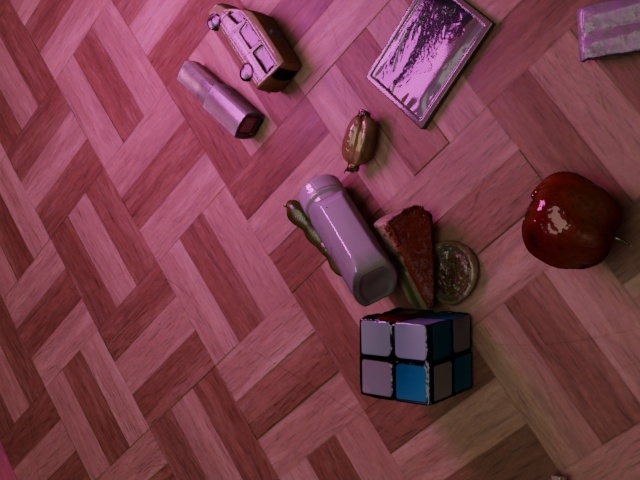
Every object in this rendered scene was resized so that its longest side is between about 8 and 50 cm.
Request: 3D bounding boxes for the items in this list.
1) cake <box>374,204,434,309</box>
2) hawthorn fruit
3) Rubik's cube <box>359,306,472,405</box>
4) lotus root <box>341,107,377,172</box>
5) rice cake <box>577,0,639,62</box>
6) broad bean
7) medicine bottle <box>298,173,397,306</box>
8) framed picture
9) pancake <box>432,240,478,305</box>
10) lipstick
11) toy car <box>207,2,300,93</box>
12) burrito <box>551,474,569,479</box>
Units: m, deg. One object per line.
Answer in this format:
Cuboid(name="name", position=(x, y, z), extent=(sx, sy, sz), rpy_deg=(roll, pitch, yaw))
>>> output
Cuboid(name="cake", position=(0.206, 0.024, 1.917), extent=(0.086, 0.116, 0.220), rpy_deg=(7, 129, 62))
Cuboid(name="hawthorn fruit", position=(0.475, -0.031, 1.652), extent=(0.200, 0.179, 0.179), rpy_deg=(17, 104, 18))
Cuboid(name="Rubik's cube", position=(0.198, 0.235, 1.871), extent=(0.180, 0.183, 0.167), rpy_deg=(2, 96, 35))
Cuboid(name="lotus root", position=(0.086, -0.217, 1.990), extent=(0.073, 0.062, 0.150), rpy_deg=(17, 106, 12))
Cuboid(name="rice cake", position=(0.603, -0.386, 1.593), extent=(0.298, 0.050, 0.106), rpy_deg=(0, 95, 37))
Cuboid(name="broad bean", position=(0.000, 0.000, 2.082), extent=(0.052, 0.053, 0.256), rpy_deg=(-40, 68, 2))
Cuboid(name="medicine bottle", position=(0.057, -0.009, 1.956), extent=(0.111, 0.161, 0.296), rpy_deg=(-27, 52, -7))
Cuboid(name="framed picture", position=(0.225, -0.396, 1.899), extent=(0.192, 0.018, 0.265), rpy_deg=(46, 119, 26))
Cuboid(name="pancake", position=(0.271, 0.066, 1.899), extent=(0.139, 0.022, 0.139), rpy_deg=(3, 95, 37))
Cuboid(name="lipstick", position=(-0.252, -0.352, 2.222), extent=(0.253, 0.079, 0.077), rpy_deg=(44, 117, 25))
Cuboid(name="toy car", position=(-0.157, -0.474, 2.128), extent=(0.124, 0.101, 0.257), rpy_deg=(-40, 72, 27))
Cuboid(name="burrito", position=(0.476, 0.550, 1.776), extent=(0.045, 0.041, 0.185), rpy_deg=(-4, 94, 28))
